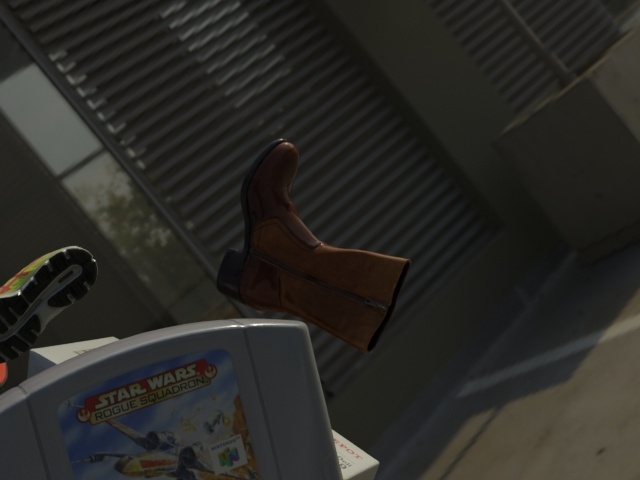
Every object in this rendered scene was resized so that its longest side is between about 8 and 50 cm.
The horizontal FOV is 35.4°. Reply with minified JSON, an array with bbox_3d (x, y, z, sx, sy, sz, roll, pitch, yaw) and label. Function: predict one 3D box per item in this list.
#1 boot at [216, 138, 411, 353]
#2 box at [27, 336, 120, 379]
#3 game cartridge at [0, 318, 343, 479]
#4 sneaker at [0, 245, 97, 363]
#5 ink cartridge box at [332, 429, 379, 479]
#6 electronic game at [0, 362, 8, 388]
[{"bbox_3d":[0.000,0.000,1.476,0.096,0.280,0.264,35,-105,-59],"label":"boot"},{"bbox_3d":[-0.491,0.401,2.114,0.168,0.346,0.215,18,15,40],"label":"box"},{"bbox_3d":[-0.127,0.174,0.792,0.297,0.198,0.062,-17,12,-25],"label":"game cartridge"},{"bbox_3d":[-0.363,0.078,1.238,0.208,0.081,0.094,-33,17,-4],"label":"sneaker"},{"bbox_3d":[-0.055,0.276,1.159,0.212,0.154,0.093,-4,-59,-57],"label":"ink cartridge box"},{"bbox_3d":[-0.550,0.133,1.501,0.048,0.229,0.229,-38,2,1],"label":"electronic game"}]
